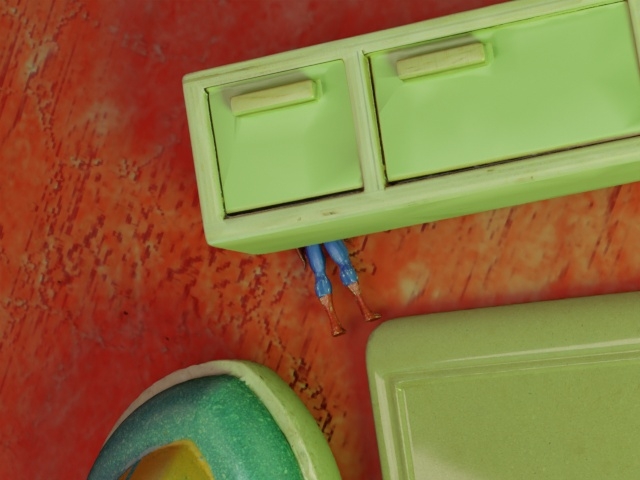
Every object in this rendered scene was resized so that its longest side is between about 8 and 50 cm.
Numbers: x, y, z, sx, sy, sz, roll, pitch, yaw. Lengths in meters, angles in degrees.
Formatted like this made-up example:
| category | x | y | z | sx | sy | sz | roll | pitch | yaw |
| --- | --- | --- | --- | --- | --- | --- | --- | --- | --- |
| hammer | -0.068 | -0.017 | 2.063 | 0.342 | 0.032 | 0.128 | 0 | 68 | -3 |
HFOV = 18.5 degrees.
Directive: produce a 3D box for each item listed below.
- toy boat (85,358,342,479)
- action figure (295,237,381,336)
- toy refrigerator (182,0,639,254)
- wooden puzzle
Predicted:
| category | x | y | z | sx | sy | sz | roll | pitch | yaw |
| --- | --- | --- | --- | --- | --- | --- | --- | --- | --- |
| toy boat | -0.029 | 0.213 | 1.126 | 0.318 | 0.148 | 0.267 | 15 | 102 | 34 |
| action figure | 0.000 | 0.000 | 1.188 | 0.038 | 0.030 | 0.115 | -24 | 81 | 15 |
| toy refrigerator | 0.065 | -0.067 | 1.108 | 0.269 | 0.094 | 0.102 | -10 | 83 | 18 |
| wooden puzzle | 0.145 | 0.153 | 1.144 | 0.221 | 0.044 | 0.238 | -7 | 88 | 21 |
